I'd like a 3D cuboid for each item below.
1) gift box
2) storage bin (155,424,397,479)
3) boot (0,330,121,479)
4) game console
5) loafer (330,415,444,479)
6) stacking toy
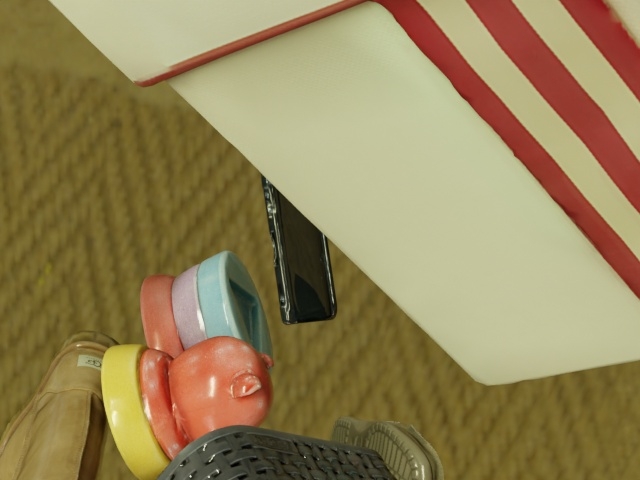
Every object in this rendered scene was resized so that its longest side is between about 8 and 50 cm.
[{"bbox_3d":[0.102,-0.139,0.479,0.258,0.276,0.255,42,43,-33],"label":"gift box"},{"bbox_3d":[-0.040,0.170,0.652,0.122,0.180,0.084,19,27,-48],"label":"storage bin"},{"bbox_3d":[-0.243,0.230,1.367,0.089,0.236,0.269,17,29,-9],"label":"boot"},{"bbox_3d":[0.000,0.000,1.233,0.071,0.107,0.122,-9,88,30],"label":"game console"},{"bbox_3d":[0.051,0.145,1.066,0.050,0.148,0.056,8,94,-21],"label":"loafer"},{"bbox_3d":[-0.074,0.165,1.484,0.130,0.280,0.309,-17,21,10],"label":"stacking toy"}]
